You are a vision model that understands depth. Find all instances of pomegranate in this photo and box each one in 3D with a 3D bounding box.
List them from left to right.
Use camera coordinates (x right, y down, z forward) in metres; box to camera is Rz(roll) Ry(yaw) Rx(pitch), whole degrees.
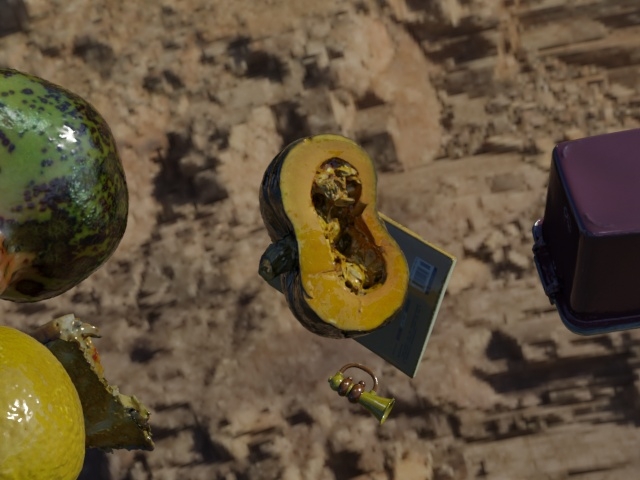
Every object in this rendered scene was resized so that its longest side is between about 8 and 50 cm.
[{"bbox_3d":[-0.310,-0.023,1.124,0.276,0.222,0.204,-54,23,-22],"label":"pomegranate"}]

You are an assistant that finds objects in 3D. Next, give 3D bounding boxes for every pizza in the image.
[{"bbox_3d":[-0.364,0.212,1.769,0.288,0.251,0.074,8,39,-20],"label":"pizza"}]

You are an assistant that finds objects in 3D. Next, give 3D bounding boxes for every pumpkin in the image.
[{"bbox_3d":[0.000,0.000,1.846,0.222,0.317,0.139,-17,3,-12],"label":"pumpkin"}]

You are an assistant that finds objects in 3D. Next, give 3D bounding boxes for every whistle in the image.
[{"bbox_3d":[0.066,0.234,1.876,0.109,0.057,0.046,34,11,14],"label":"whistle"}]

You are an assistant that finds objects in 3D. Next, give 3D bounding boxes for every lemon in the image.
[{"bbox_3d":[-0.310,0.174,1.102,0.187,0.187,0.244,-25,54,-16],"label":"lemon"}]

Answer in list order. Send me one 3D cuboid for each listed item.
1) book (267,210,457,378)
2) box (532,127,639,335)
[{"bbox_3d":[0.067,0.058,2.275,0.389,0.269,0.032,33,30,29],"label":"book"},{"bbox_3d":[0.399,-0.026,1.383,0.294,0.167,0.193,-9,46,-1],"label":"box"}]
